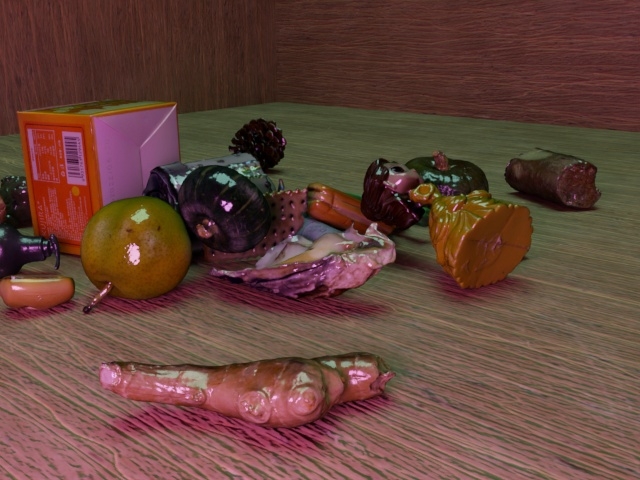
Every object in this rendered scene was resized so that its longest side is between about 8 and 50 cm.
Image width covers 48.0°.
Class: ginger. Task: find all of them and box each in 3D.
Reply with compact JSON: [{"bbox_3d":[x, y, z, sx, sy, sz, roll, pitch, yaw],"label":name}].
[{"bbox_3d":[-0.078,0.165,0.813,0.334,0.081,0.148,0,12,0],"label":"ginger"}]

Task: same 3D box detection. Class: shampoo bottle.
[{"bbox_3d":[-0.613,0.021,1.281,0.284,0.101,0.101,-4,17,-9],"label":"shampoo bottle"},{"bbox_3d":[0.000,0.000,1.383,0.072,0.072,0.214,-10,19,-27],"label":"shampoo bottle"}]

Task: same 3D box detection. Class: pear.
[{"bbox_3d":[-0.311,0.031,1.171,0.180,0.166,0.216,17,53,15],"label":"pear"}]

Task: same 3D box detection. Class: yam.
[{"bbox_3d":[0.576,-0.155,1.781,0.128,0.129,0.238,31,5,-24],"label":"yam"}]

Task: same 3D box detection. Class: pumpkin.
[{"bbox_3d":[-0.165,-0.051,1.220,0.125,0.167,0.167,-50,35,-12],"label":"pumpkin"},{"bbox_3d":[0.273,-0.131,1.647,0.219,0.162,0.219,-2,21,1],"label":"pumpkin"}]

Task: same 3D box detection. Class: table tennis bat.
[{"bbox_3d":[0.141,-0.067,1.540,0.160,0.039,0.257,23,-4,-38],"label":"table tennis bat"}]

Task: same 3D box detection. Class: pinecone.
[{"bbox_3d":[-0.198,-0.278,2.158,0.163,0.162,0.165,11,27,33],"label":"pinecone"}]

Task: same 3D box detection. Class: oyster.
[{"bbox_3d":[-0.036,0.042,1.190,0.275,0.100,0.271,-24,21,-10],"label":"oyster"}]

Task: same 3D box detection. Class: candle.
[{"bbox_3d":[-0.178,-0.079,1.442,0.330,0.187,0.187,-13,21,-29],"label":"candle"}]

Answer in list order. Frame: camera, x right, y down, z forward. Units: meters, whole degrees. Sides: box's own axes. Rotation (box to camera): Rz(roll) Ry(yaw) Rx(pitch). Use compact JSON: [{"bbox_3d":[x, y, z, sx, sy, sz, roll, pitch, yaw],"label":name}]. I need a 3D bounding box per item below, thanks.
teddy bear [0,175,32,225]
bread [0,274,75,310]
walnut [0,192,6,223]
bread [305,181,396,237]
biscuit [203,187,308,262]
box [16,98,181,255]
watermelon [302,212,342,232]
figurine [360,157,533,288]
[{"bbox_3d":[-0.640,-0.100,1.649,0.190,0.177,0.140,-4,-28,-14],"label":"teddy bear"},{"bbox_3d":[-0.450,0.083,1.143,0.115,0.056,0.082,2,-6,-34],"label":"bread"},{"bbox_3d":[-0.733,-0.053,1.388,0.245,0.198,0.198,-6,17,-6],"label":"walnut"},{"bbox_3d":[0.058,-0.054,1.459,0.200,0.077,0.116,23,-7,-20],"label":"bread"},{"bbox_3d":[-0.123,-0.025,1.341,0.203,0.144,0.016,-6,30,-11],"label":"biscuit"},{"bbox_3d":[-0.445,-0.137,1.481,0.214,0.283,0.259,8,19,24],"label":"box"},{"bbox_3d":[-0.010,-0.041,1.556,0.180,0.081,0.094,13,-4,24],"label":"watermelon"},{"bbox_3d":[0.196,-0.061,1.280,0.187,0.168,0.315,-22,41,-29],"label":"figurine"}]
